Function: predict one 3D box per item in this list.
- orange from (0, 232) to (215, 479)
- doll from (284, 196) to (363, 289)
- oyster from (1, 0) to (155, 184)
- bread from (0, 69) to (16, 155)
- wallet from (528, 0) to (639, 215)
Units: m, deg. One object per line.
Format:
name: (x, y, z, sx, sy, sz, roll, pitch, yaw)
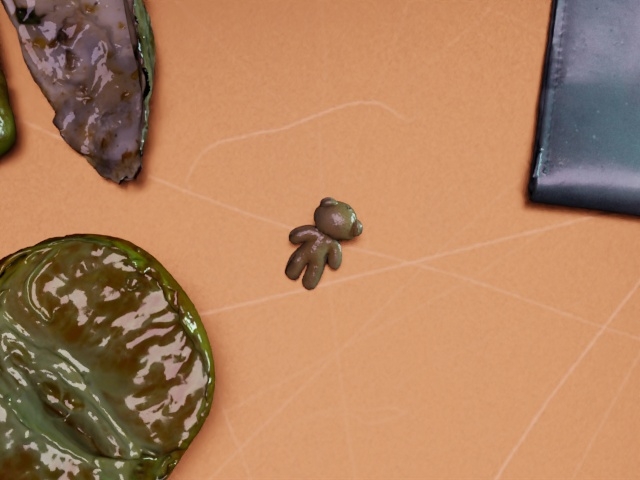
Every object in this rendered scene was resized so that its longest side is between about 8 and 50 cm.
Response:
orange: (-0.254, 0.161, 1.782, 0.262, 0.196, 0.334, 37, 80, 18)
doll: (0.000, 0.002, 1.873, 0.061, 0.051, 0.093, 33, 85, -4)
oyster: (-0.243, -0.199, 1.884, 0.166, 0.094, 0.294, -11, 94, 16)
bread: (-0.422, -0.240, 1.862, 0.166, 0.112, 0.383, -15, 84, -2)
wallet: (0.350, -0.160, 1.897, 0.251, 0.054, 0.290, 8, 82, -1)
